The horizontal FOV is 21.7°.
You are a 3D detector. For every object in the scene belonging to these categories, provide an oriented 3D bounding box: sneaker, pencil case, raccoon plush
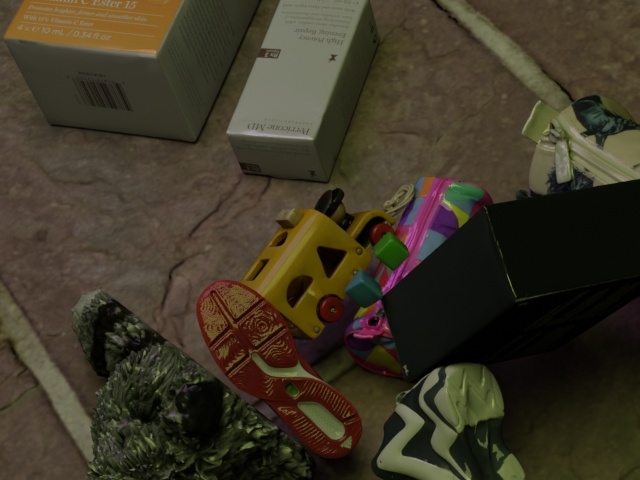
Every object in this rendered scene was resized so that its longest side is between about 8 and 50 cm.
[{"bbox_3d":[0.125,0.246,1.664,0.094,0.153,0.235,-14,86,-33],"label":"sneaker"},{"bbox_3d":[0.108,0.038,1.803,0.104,0.104,0.236,12,57,23],"label":"pencil case"},{"bbox_3d":[0.364,-0.017,1.652,0.410,0.183,0.160,37,106,56],"label":"pencil case"},{"bbox_3d":[-0.050,0.142,1.739,0.087,0.128,0.221,-37,84,-10],"label":"sneaker"},{"bbox_3d":[-0.197,0.262,1.725,0.299,0.216,0.446,-52,27,-6],"label":"raccoon plush"}]

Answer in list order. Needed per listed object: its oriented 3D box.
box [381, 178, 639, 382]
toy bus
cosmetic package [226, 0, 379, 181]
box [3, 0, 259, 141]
[{"bbox_3d":[0.196,0.043,1.633,0.184,0.261,0.103,-12,74,-25],"label":"box"},{"bbox_3d":[-0.004,0.009,1.784,0.191,0.104,0.202,-40,20,26],"label":"toy bus"},{"bbox_3d":[-0.018,-0.189,2.015,0.117,0.085,0.231,6,55,20],"label":"cosmetic package"},{"bbox_3d":[-0.214,-0.317,2.109,0.215,0.168,0.345,8,57,21],"label":"box"}]
